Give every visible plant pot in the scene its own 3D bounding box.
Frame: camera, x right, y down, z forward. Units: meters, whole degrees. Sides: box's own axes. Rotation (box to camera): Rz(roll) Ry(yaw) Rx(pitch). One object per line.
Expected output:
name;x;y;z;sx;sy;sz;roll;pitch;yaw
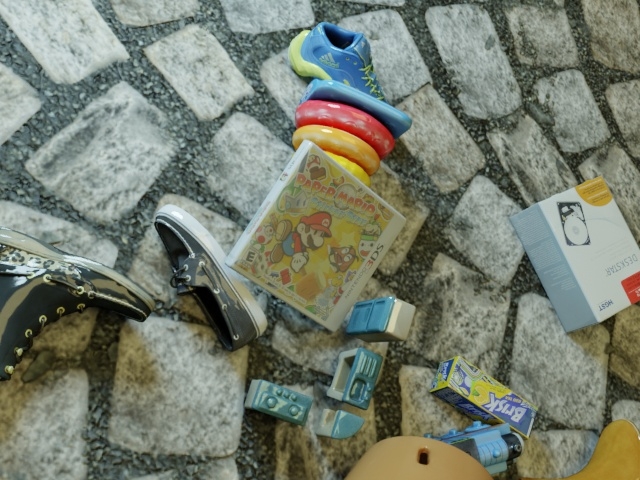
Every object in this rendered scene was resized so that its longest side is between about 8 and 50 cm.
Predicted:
plant pot;0.120;0.397;1.144;0.291;0.291;0.203;40;42;-10

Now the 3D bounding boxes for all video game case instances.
video game case;0.000;0.000;1.264;0.227;0.026;0.206;36;85;-37

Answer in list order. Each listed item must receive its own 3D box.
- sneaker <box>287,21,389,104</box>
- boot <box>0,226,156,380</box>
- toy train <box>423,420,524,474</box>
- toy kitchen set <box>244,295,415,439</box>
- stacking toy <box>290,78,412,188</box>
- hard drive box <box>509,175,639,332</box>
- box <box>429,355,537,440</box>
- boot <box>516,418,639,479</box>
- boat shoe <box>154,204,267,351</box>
sneaker;0.056;-0.260;1.430;0.240;0.126;0.091;39;58;-10
boot;-0.346;0.102;1.103;0.236;0.085;0.179;24;64;-12
toy train;0.223;0.321;1.310;0.184;0.105;0.080;-6;85;-29
toy kitchen set;0.010;0.163;1.226;0.166;0.122;0.207;24;73;-19
stacking toy;0.005;-0.079;1.340;0.165;0.175;0.302;22;76;-10
hard drive box;0.475;0.023;1.575;0.181;0.089;0.232;-22;83;-32
box;0.261;0.254;1.391;0.169;0.054;0.059;34;59;-14
boot;0.401;0.398;1.384;0.211;0.104;0.295;24;66;-19
boat shoe;-0.169;0.057;1.224;0.076;0.080;0.229;-40;101;-35
